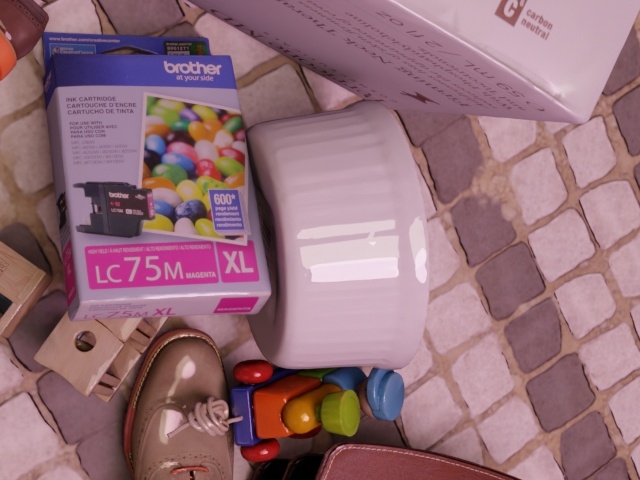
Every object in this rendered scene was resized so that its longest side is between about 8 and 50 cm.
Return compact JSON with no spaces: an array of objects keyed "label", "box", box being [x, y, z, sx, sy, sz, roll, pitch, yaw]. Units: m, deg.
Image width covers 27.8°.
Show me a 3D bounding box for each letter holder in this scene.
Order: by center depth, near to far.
[{"label":"letter holder","box":[0.083,0.312,1.434,0.302,0.152,0.214,18,98,-25]}]

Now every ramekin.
[{"label":"ramekin","box":[0.000,0.000,1.306,0.135,0.277,0.277,-5,100,-15]}]

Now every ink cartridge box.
[{"label":"ink cartridge box","box":[-0.164,-0.078,1.254,0.186,0.065,0.311,-2,65,-22]}]

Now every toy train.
[{"label":"toy train","box":[-0.026,0.178,1.328,0.248,0.143,0.105,-16,102,-59]}]

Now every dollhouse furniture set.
[{"label":"dollhouse furniture set","box":[-0.259,0.055,1.296,0.184,0.129,0.129,34,82,6]}]

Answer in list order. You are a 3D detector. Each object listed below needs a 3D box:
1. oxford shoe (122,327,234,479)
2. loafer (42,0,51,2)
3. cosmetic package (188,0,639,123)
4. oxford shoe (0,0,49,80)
[{"label":"oxford shoe","box":[-0.134,0.269,1.355,0.123,0.130,0.348,-2,100,-23]},{"label":"loafer","box":[-0.282,-0.305,1.252,0.050,0.056,0.148,-30,119,-18]},{"label":"cosmetic package","box":[0.091,-0.328,1.223,0.329,0.394,0.327,26,86,-25]},{"label":"oxford shoe","box":[-0.365,-0.279,1.209,0.271,0.097,0.098,54,56,-25]}]
